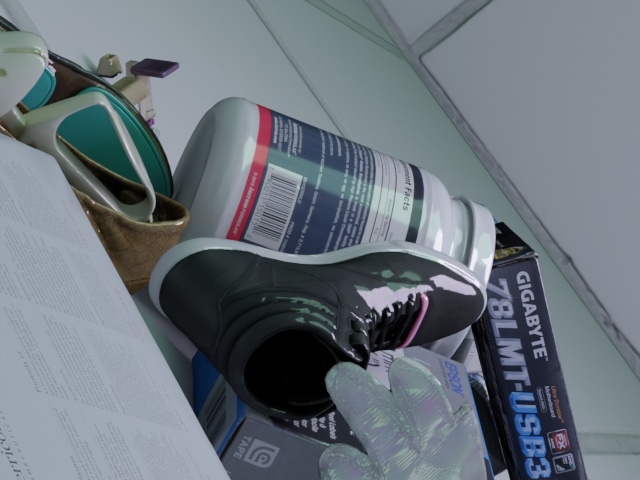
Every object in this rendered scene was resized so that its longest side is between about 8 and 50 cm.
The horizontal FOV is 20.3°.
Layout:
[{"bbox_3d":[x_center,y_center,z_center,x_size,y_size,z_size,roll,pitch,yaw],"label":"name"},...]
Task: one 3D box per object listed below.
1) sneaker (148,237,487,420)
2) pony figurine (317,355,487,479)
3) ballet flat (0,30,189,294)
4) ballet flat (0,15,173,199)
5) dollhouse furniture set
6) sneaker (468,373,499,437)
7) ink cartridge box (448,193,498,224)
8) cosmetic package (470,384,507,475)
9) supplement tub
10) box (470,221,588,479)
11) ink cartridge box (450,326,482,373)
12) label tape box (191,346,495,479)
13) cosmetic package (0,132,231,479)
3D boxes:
[{"bbox_3d":[0.024,0.076,1.374,0.295,0.104,0.147,4,31,-31],"label":"sneaker"},{"bbox_3d":[-0.011,0.279,0.958,0.351,0.302,0.363,72,-2,-47],"label":"pony figurine"},{"bbox_3d":[-0.230,-0.086,1.410,0.342,0.124,0.116,43,15,-29],"label":"ballet flat"},{"bbox_3d":[-0.238,-0.126,1.569,0.280,0.095,0.096,44,3,-28],"label":"ballet flat"},{"bbox_3d":[-0.209,-0.133,1.847,0.114,0.091,0.081,-45,139,-55],"label":"dollhouse furniture set"},{"bbox_3d":[0.153,0.185,2.089,0.081,0.080,0.211,31,2,33],"label":"sneaker"},{"bbox_3d":[0.152,0.018,2.321,0.086,0.148,0.203,56,14,16],"label":"ink cartridge box"},{"bbox_3d":[0.073,0.154,1.819,0.238,0.107,0.127,47,17,-30],"label":"cosmetic package"},{"bbox_3d":[0.000,0.000,1.620,0.272,0.191,0.191,21,23,-15],"label":"supplement tub"},{"bbox_3d":[0.202,0.141,1.787,0.293,0.073,0.296,-98,173,-85],"label":"box"},{"bbox_3d":[0.076,0.075,2.078,0.261,0.066,0.296,25,5,20],"label":"ink cartridge box"},{"bbox_3d":[0.063,0.178,1.473,0.333,0.106,0.241,23,22,-14],"label":"label tape box"},{"bbox_3d":[-0.208,0.071,1.135,0.377,0.097,0.284,58,13,28],"label":"cosmetic package"}]
